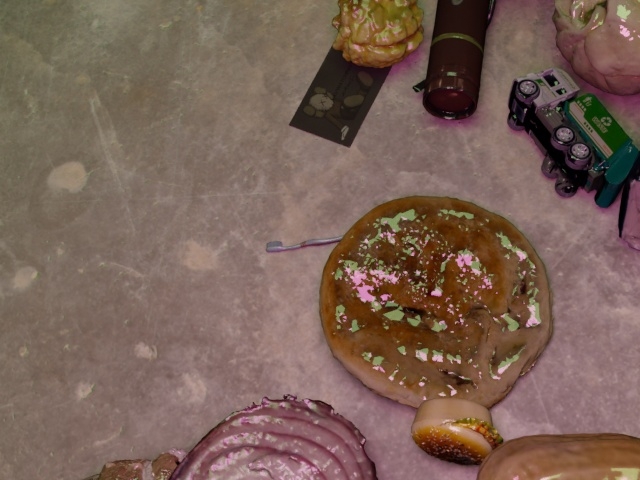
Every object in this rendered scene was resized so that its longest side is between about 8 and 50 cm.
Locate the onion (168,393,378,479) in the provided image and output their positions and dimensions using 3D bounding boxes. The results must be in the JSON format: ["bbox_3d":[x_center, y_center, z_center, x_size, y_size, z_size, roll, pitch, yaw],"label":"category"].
[{"bbox_3d":[-0.041,0.395,1.583,0.280,0.146,0.314,-39,56,-20],"label":"onion"}]

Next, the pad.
[{"bbox_3d":[0.038,-0.268,1.912,0.127,0.004,0.190,22,73,19],"label":"pad"}]

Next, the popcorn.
[{"bbox_3d":[0.104,-0.396,1.873,0.173,0.142,0.173,-3,79,16],"label":"popcorn"}]

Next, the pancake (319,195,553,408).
[{"bbox_3d":[0.182,0.092,1.682,0.387,0.082,0.387,-2,66,5],"label":"pancake"}]

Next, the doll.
[{"bbox_3d":[-0.293,0.388,1.649,0.221,0.105,0.115,-5,73,8],"label":"doll"}]

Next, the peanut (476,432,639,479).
[{"bbox_3d":[0.393,0.355,1.488,0.340,0.158,0.174,-5,45,6],"label":"peanut"}]

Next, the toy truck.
[{"bbox_3d":[0.415,-0.171,1.734,0.124,0.114,0.253,-24,64,-13],"label":"toy truck"}]

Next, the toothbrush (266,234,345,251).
[{"bbox_3d":[0.000,0.000,1.801,0.193,0.013,0.019,-8,57,10],"label":"toothbrush"}]

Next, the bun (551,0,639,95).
[{"bbox_3d":[0.485,-0.359,1.723,0.160,0.259,0.259,-9,60,-30],"label":"bun"}]

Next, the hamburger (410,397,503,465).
[{"bbox_3d":[0.205,0.290,1.571,0.141,0.126,0.081,-1,58,18],"label":"hamburger"}]

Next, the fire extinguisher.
[{"bbox_3d":[0.238,-0.375,1.864,0.141,0.105,0.341,-9,56,32],"label":"fire extinguisher"}]

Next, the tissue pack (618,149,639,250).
[{"bbox_3d":[0.643,-0.162,1.592,0.253,0.264,0.416,28,75,20],"label":"tissue pack"}]
